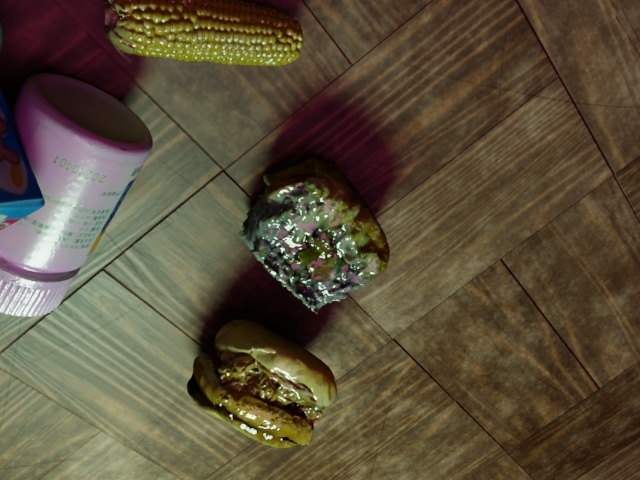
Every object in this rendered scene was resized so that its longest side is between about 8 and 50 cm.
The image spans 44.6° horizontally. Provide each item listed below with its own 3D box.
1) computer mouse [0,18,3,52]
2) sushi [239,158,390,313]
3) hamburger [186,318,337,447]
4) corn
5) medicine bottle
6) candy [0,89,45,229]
[{"bbox_3d":[-0.549,-0.219,0.911,0.371,0.122,0.188,-24,134,4],"label":"computer mouse"},{"bbox_3d":[0.000,0.000,1.221,0.184,0.139,0.274,-36,120,10],"label":"sushi"},{"bbox_3d":[-0.091,0.232,1.303,0.244,0.244,0.163,27,90,-30],"label":"hamburger"},{"bbox_3d":[-0.150,-0.277,1.021,0.260,0.091,0.091,2,139,-24],"label":"corn"},{"bbox_3d":[-0.365,-0.058,1.042,0.178,0.178,0.290,22,114,-29],"label":"medicine bottle"},{"bbox_3d":[-0.493,-0.056,0.948,0.306,0.100,0.157,-23,86,24],"label":"candy"}]
